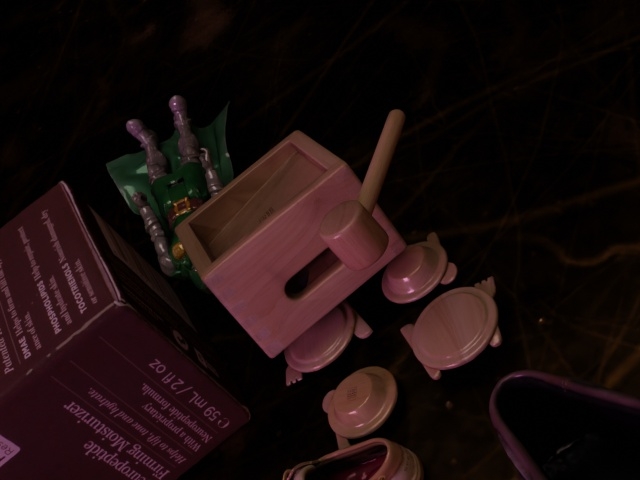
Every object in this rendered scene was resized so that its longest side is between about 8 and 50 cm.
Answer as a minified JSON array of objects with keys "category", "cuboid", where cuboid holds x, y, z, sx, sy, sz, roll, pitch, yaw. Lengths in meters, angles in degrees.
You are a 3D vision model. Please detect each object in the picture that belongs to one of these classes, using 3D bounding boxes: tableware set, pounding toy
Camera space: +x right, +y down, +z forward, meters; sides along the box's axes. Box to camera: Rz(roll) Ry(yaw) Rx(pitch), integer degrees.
[{"category":"tableware set","cuboid":[0.047,0.066,0.695,0.169,0.020,0.141,-37,36,10]},{"category":"pounding toy","cuboid":[0.009,-0.004,0.702,0.181,0.094,0.206,-39,24,-3]}]

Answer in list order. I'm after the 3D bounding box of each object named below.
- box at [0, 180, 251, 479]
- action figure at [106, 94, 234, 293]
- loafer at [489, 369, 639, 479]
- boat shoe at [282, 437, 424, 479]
[{"category":"box","cuboid":[-0.196,0.103,0.724,0.203,0.168,0.167,-40,43,0]},{"category":"action figure","cuboid":[-0.121,-0.038,0.880,0.137,0.063,0.232,-30,46,5]},{"category":"loafer","cuboid":[0.150,0.122,0.418,0.109,0.095,0.302,-41,9,-8]},{"category":"boat shoe","cuboid":[-0.003,0.161,0.630,0.135,0.045,0.050,-29,43,11]}]
